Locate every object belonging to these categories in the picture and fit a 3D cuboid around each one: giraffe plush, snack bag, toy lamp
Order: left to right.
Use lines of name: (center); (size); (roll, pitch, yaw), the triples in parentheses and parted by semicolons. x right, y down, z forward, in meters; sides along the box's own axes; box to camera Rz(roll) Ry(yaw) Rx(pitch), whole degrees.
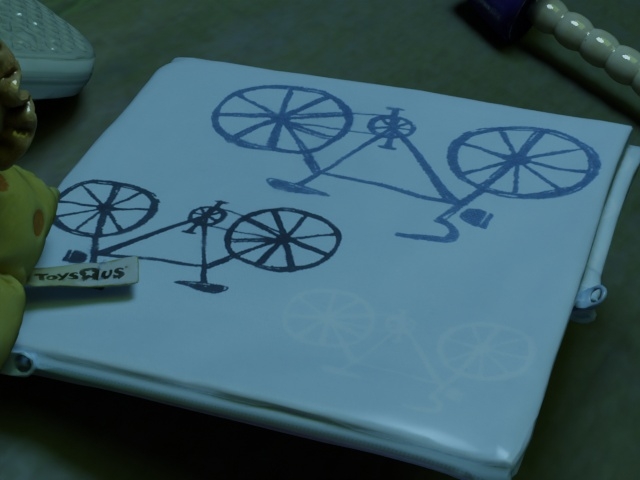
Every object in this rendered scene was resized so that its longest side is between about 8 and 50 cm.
giraffe plush: (-0.195, -0.031, 0.621); (0.210, 0.171, 0.181); (-16, 41, -18)
snack bag: (0.000, 0.000, 0.761); (0.323, 0.037, 0.342); (11, 36, 15)
toy lamp: (0.231, -0.152, 1.089); (0.274, 0.080, 0.080); (36, 40, 14)

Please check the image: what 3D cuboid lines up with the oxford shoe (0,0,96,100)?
oxford shoe: (-0.303, -0.092, 0.727); (0.169, 0.130, 0.449); (34, 25, 22)
